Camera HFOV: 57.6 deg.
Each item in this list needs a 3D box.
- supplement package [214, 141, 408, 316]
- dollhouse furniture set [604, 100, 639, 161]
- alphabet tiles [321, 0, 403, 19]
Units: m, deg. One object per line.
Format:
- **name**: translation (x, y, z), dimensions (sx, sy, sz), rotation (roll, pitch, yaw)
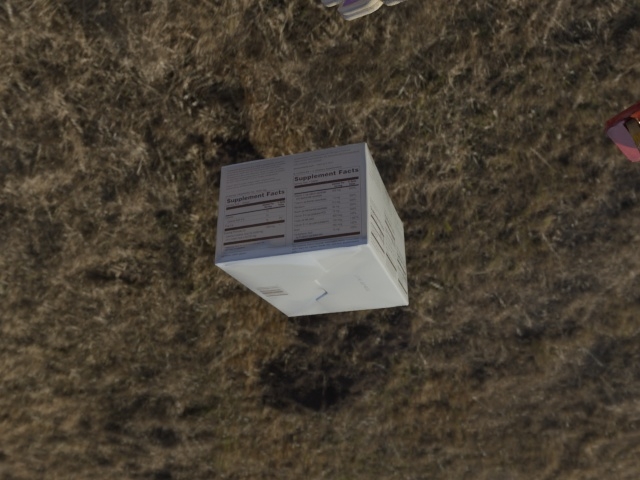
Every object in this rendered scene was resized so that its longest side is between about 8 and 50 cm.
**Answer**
- **supplement package**: translation (0.000, 0.000, 0.835), dimensions (0.204, 0.145, 0.262), rotation (-7, 156, 16)
- **dollhouse furniture set**: translation (0.549, -0.049, 0.779), dimensions (0.152, 0.201, 0.374), rotation (-31, 142, 35)
- **alphabet tiles**: translation (0.129, -0.417, 0.796), dimensions (0.278, 0.284, 0.021), rotation (1, 147, 45)
